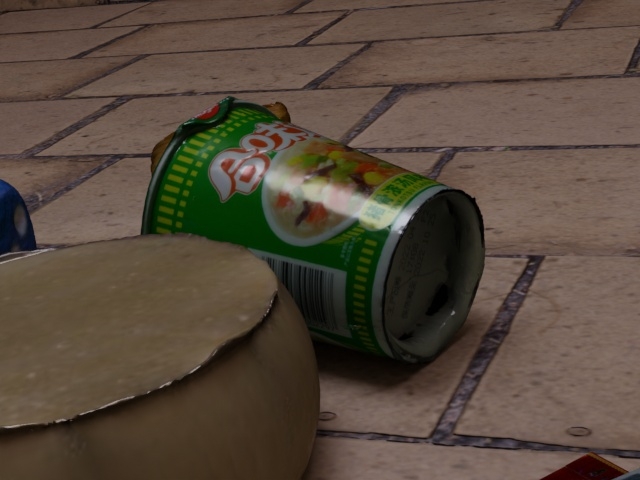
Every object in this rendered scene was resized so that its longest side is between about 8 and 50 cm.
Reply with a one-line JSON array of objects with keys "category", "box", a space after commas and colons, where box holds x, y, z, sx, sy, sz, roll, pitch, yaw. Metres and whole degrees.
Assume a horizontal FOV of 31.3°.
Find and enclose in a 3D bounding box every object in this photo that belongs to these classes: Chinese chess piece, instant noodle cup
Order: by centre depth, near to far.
[{"category": "Chinese chess piece", "box": [-0.169, 0.109, 0.789, 0.338, 0.141, 0.338, -7, 19, 2]}, {"category": "instant noodle cup", "box": [0.000, 0.000, 0.951, 0.232, 0.207, 0.207, 18, 32, 36]}]

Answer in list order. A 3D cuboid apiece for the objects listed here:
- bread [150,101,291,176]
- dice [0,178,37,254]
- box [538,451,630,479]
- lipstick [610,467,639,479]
[{"category": "bread", "box": [-0.089, -0.048, 1.159, 0.158, 0.149, 0.143, -9, 18, -1]}, {"category": "dice", "box": [-0.354, 0.021, 1.076, 0.143, 0.146, 0.146, -4, 21, 6]}, {"category": "box", "box": [0.154, 0.161, 0.690, 0.082, 0.023, 0.051, -20, 25, -27]}, {"category": "lipstick", "box": [0.281, 0.134, 0.639, 0.289, 0.076, 0.077, -18, 25, -19]}]
